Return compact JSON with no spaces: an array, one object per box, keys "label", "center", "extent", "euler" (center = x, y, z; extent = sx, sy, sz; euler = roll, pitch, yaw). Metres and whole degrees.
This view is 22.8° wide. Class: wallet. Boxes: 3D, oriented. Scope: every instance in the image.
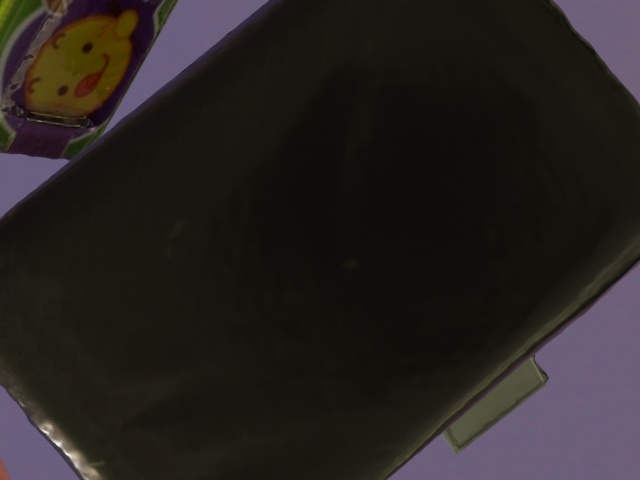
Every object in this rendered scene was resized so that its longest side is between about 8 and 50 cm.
[{"label":"wallet","center":[0.000,0.000,0.585],"extent":[0.245,0.052,0.168],"euler":[-39,-84,-5]}]

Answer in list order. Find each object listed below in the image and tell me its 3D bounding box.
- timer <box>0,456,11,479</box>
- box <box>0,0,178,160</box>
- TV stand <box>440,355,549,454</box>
[{"label":"timer","center":[-0.308,0.190,0.997],"extent":[0.215,0.229,0.230],"euler":[-32,-82,-37]},{"label":"box","center":[-0.111,-0.213,0.900],"extent":[0.134,0.097,0.345],"euler":[5,-58,-54]},{"label":"TV stand","center":[0.043,0.029,1.096],"extent":[0.082,0.269,0.088],"euler":[-36,-52,-6]}]
